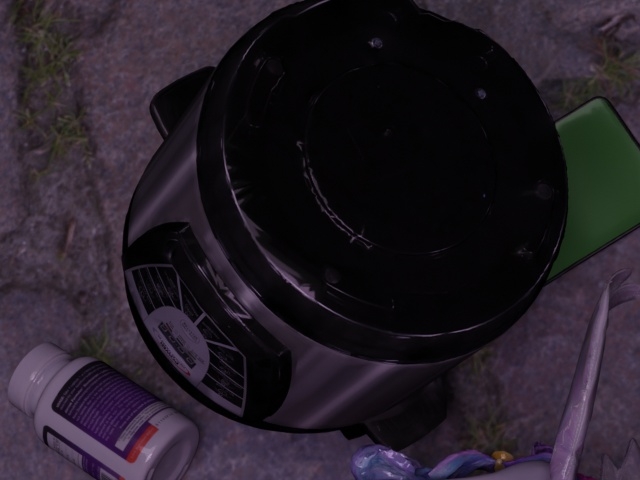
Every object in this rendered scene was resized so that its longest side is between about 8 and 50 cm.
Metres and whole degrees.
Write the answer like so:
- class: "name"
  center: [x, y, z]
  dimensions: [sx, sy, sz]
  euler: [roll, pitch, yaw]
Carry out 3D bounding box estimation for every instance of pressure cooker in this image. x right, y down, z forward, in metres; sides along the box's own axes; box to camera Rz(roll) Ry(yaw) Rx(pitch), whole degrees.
- class: "pressure cooker"
  center: [0.006, -0.001, 1.808]
  dimensions: [0.375, 0.420, 0.370]
  euler: [14, 67, -16]

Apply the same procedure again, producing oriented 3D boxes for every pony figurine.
- class: "pony figurine"
  center: [0.194, 0.241, 1.631]
  dimensions: [0.363, 0.303, 0.351]
  euler: [-10, 37, 20]

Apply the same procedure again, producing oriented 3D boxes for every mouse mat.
- class: "mouse mat"
  center: [0.258, -0.050, 1.964]
  dimensions: [0.190, 0.007, 0.152]
  euler: [-32, 68, 4]

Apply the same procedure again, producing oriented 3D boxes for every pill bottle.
- class: "pill bottle"
  center: [-0.233, 0.189, 1.962]
  dimensions: [0.193, 0.108, 0.108]
  euler: [31, 83, 21]
